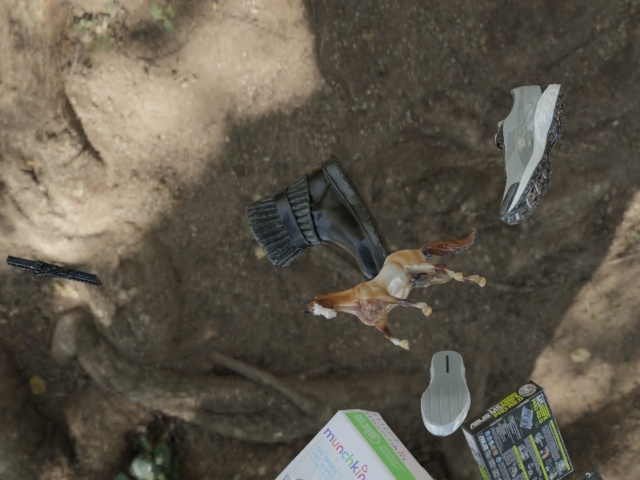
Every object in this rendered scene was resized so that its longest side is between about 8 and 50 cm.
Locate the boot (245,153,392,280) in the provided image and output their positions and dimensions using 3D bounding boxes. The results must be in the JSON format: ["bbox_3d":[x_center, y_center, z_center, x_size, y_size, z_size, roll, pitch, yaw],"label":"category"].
[{"bbox_3d":[0.001,0.000,2.009,0.260,0.348,0.131,-33,155,10],"label":"boot"}]

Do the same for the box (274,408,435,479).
[{"bbox_3d":[0.058,0.402,1.176,0.231,0.262,0.126,-48,149,13],"label":"box"}]

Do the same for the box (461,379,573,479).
[{"bbox_3d":[0.485,0.509,2.150,0.216,0.060,0.270,-31,114,-13],"label":"box"}]

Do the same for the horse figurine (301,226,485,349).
[{"bbox_3d":[0.124,0.066,1.287,0.174,0.263,0.066,17,134,46],"label":"horse figurine"}]

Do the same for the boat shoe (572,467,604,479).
[{"bbox_3d":[0.402,0.466,1.564,0.228,0.076,0.080,-31,151,27],"label":"boat shoe"}]

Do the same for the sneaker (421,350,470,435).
[{"bbox_3d":[0.252,0.316,1.720,0.094,0.258,0.091,-3,112,15],"label":"sneaker"}]

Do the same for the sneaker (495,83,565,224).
[{"bbox_3d":[0.359,-0.155,1.563,0.107,0.272,0.100,11,163,26],"label":"sneaker"}]

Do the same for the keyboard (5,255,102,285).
[{"bbox_3d":[-0.542,0.070,1.762,0.191,0.038,0.100,11,164,1],"label":"keyboard"}]
